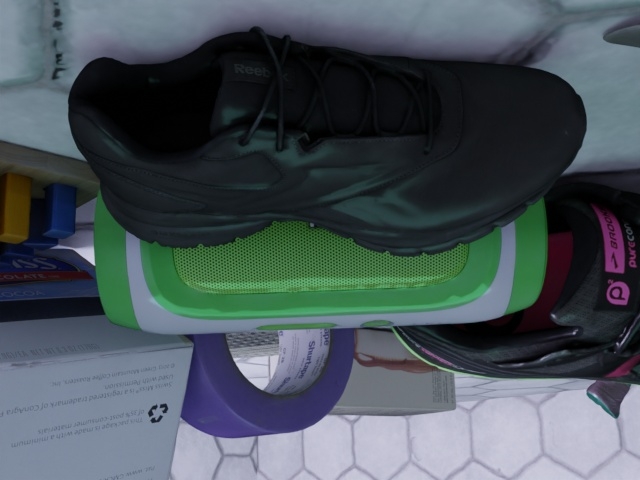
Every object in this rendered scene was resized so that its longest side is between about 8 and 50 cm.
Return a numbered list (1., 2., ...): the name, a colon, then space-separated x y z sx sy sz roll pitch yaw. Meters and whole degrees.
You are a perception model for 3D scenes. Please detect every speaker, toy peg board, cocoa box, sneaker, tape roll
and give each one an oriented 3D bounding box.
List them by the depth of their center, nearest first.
1. sneaker: 0.000 -0.057 0.435 0.286 0.109 0.130 -6 157 6
2. speaker: 0.000 0.000 0.571 0.297 0.131 0.131 -2 163 -2
3. toy peg board: -0.264 -0.010 0.585 0.161 0.079 0.161 13 158 -42
4. cocoa box: -0.318 0.150 0.629 0.347 0.231 0.228 -1 -158 -44
5. sneaker: 0.274 0.043 0.666 0.483 0.185 0.202 -10 166 21
6. tape roll: -0.061 0.087 0.746 0.189 0.188 0.080 12 159 -40

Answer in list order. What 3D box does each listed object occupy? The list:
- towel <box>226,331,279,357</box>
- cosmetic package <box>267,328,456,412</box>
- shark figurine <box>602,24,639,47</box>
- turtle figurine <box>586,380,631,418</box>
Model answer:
1. towel: -0.174 0.116 1.097 0.324 0.056 0.312 -8 160 26
2. cosmetic package: 0.072 0.222 1.327 0.296 0.129 0.153 12 160 -41
3. shark figurine: 0.243 -0.038 0.474 0.166 0.116 0.278 9 170 18
4. turtle figurine: 0.339 0.059 0.814 0.234 0.175 0.118 -42 135 1
